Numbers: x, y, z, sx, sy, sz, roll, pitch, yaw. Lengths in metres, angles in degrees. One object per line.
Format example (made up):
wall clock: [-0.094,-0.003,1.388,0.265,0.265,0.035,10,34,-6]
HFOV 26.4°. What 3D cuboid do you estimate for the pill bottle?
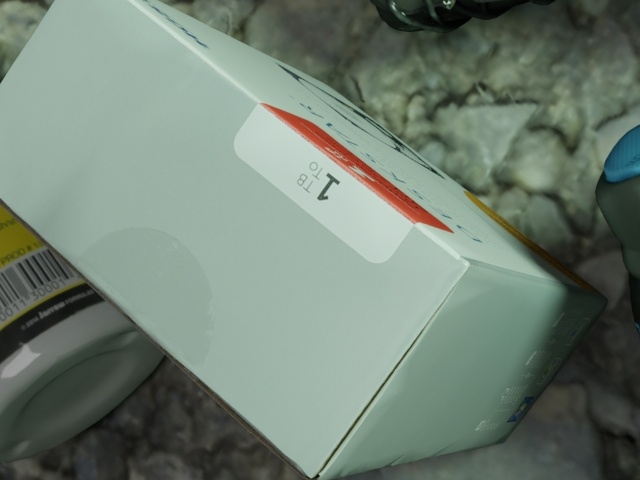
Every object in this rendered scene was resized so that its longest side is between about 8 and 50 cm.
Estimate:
pill bottle: [-0.177,-0.003,0.685,0.119,0.119,0.208,-43,71,14]

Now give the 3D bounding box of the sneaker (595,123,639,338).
sneaker: [0.280,-0.012,0.488,0.340,0.125,0.140,-12,109,18]

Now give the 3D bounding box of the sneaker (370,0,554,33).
sneaker: [0.085,-0.145,0.611,0.286,0.109,0.130,26,105,29]

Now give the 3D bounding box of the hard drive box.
hard drive box: [0.000,0.000,0.551,0.181,0.232,0.089,39,100,20]
